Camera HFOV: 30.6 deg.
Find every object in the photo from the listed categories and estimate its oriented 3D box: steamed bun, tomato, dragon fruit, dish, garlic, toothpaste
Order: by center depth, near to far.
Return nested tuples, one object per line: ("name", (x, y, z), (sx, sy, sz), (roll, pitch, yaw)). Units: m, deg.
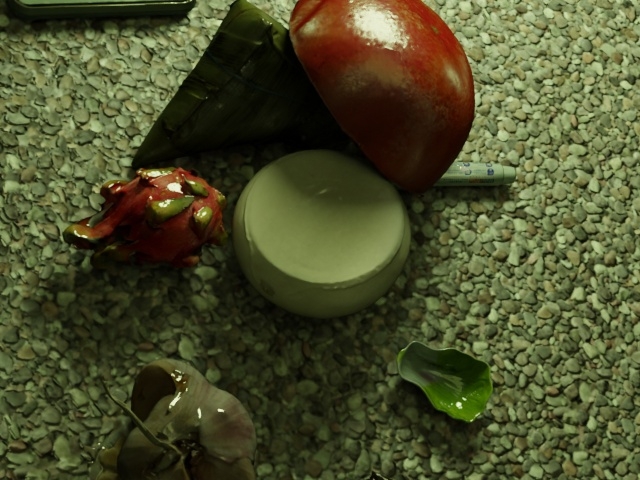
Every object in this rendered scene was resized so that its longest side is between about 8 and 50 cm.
("garlic", (-0.200, 0.239, 1.337), (0.256, 0.207, 0.207), (27, 53, -48))
("dragon fruit", (-0.222, -0.024, 1.477), (0.207, 0.150, 0.133), (-12, 103, -18))
("steamed bun", (0.000, 0.000, 1.526), (0.231, 0.145, 0.232), (1, 62, -2))
("dish", (0.159, 0.185, 1.555), (0.137, 0.039, 0.091), (27, 66, -4))
("tomato", (0.108, -0.234, 1.566), (0.338, 0.143, 0.338), (42, 26, -26))
("toothpaste", (0.179, -0.098, 1.695), (0.218, 0.033, 0.052), (1, 66, -15))

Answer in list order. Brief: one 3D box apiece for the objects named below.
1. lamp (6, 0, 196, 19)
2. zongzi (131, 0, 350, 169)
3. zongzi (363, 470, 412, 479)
("lamp", (-0.326, -0.440, 1.673), (0.269, 0.047, 0.267), (-6, 68, -20))
("zongzi", (-0.090, -0.155, 1.601), (0.250, 0.274, 0.125), (30, 13, -35))
("zongzi", (0.024, 0.311, 1.302), (0.289, 0.318, 0.154), (-21, 56, -25))
